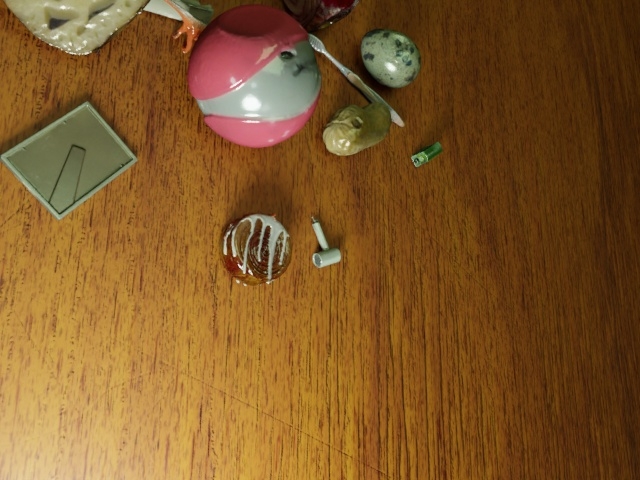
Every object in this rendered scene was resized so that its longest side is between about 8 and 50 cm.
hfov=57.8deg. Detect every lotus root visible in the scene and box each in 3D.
[{"bbox_3d":[-0.462,-0.441,1.096,0.261,0.074,0.170,12,108,-24],"label":"lotus root"}]

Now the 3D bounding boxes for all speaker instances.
[{"bbox_3d":[-0.133,-0.341,1.249,0.294,0.294,0.294,10,73,-33],"label":"speaker"}]

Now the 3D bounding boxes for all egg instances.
[{"bbox_3d":[0.189,-0.498,1.575,0.182,0.141,0.141,36,60,-10],"label":"egg"}]

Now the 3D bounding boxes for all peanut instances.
[{"bbox_3d":[0.101,-0.293,1.480,0.236,0.110,0.120,-34,85,-38],"label":"peanut"}]

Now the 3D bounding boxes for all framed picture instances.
[{"bbox_3d":[-0.469,-0.154,1.099,0.150,0.015,0.203,50,55,-14],"label":"framed picture"}]

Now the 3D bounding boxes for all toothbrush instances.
[{"bbox_3d":[0.099,-0.427,1.561,0.375,0.028,0.037,38,18,-23],"label":"toothbrush"}]

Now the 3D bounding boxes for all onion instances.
[{"bbox_3d":[0.021,-0.664,1.455,0.207,0.206,0.216,-29,95,-36],"label":"onion"}]

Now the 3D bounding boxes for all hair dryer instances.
[{"bbox_3d":[0.000,0.000,1.382,0.063,0.038,0.124,-16,82,-37],"label":"hair dryer"}]

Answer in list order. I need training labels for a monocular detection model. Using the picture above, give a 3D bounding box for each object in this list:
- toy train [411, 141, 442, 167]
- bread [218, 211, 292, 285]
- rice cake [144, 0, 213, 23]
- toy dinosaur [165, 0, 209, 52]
[{"bbox_3d":[0.302,-0.243,1.640,0.093,0.056,0.038,-34,100,-35],"label":"toy train"},{"bbox_3d":[-0.139,0.016,1.253,0.160,0.073,0.160,9,73,-32],"label":"bread"},{"bbox_3d":[-0.355,-0.521,1.246,0.256,0.057,0.052,5,77,-34],"label":"rice cake"},{"bbox_3d":[-0.280,-0.457,1.259,0.279,0.101,0.055,9,62,-45],"label":"toy dinosaur"}]
